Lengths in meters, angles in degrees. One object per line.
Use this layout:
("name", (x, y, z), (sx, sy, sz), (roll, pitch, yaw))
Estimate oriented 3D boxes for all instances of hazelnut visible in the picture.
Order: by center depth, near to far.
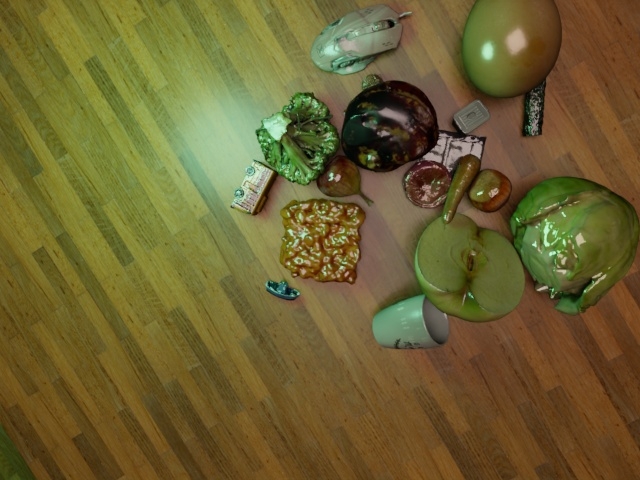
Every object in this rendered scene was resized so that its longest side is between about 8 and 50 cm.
("hazelnut", (0.603, -0.174, 1.699), (0.150, 0.150, 0.150), (1, 97, 6))

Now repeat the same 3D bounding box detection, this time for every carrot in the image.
("carrot", (0.479, -0.167, 1.680), (0.078, 0.078, 0.298), (25, 81, 3))

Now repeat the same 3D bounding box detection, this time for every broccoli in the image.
("broccoli", (-0.080, -0.363, 1.672), (0.321, 0.283, 0.304), (43, 101, 20))

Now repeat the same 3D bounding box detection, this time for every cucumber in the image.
("cucumber", (0.750, -0.511, 1.670), (0.067, 0.067, 0.293), (3, 96, 6))

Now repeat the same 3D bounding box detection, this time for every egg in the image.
("egg", (0.615, -0.652, 1.547), (0.301, 0.301, 0.374), (6, 95, 6))

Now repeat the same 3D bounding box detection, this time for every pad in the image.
("pad", (0.474, -0.312, 1.745), (0.233, 0.022, 0.174), (9, 96, 4))

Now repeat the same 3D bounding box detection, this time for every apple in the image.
("apple", (0.508, 0.088, 1.637), (0.312, 0.360, 0.320), (-9, 128, 37))

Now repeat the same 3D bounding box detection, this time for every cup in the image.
("cup", (0.344, 0.318, 1.754), (0.234, 0.258, 0.186), (-22, 55, 39))

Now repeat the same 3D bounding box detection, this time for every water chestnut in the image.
("water chestnut", (0.240, -0.406, 1.638), (0.335, 0.335, 0.347), (21, 54, 3))

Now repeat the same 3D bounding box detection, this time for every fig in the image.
("fig", (0.098, -0.217, 1.757), (0.160, 0.231, 0.143), (-50, 45, 27))

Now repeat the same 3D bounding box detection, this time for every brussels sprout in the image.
("brussels sprout", (0.855, -0.006, 1.576), (0.361, 0.342, 0.425), (-29, 110, -1))

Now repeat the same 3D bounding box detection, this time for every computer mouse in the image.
("computer mouse", (0.147, -0.720, 1.688), (0.389, 0.115, 0.199), (-21, 97, 9))

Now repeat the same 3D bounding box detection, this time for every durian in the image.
("durian", (0.189, -0.564, 1.723), (0.080, 0.080, 0.091), (29, 82, 2))

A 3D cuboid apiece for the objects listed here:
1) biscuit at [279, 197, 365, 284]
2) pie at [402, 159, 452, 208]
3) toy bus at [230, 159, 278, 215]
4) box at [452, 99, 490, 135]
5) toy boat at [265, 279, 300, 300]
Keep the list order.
("biscuit", (0.000, 0.000, 1.788), (0.318, 0.110, 0.312), (6, 98, 6))
("pie", (0.391, -0.203, 1.740), (0.182, 0.049, 0.182), (3, 111, 9))
("toy bus", (-0.247, -0.192, 1.799), (0.114, 0.098, 0.201), (28, 97, 3))
("box", (0.527, -0.428, 1.692), (0.122, 0.069, 0.084), (-33, 85, 1))
("toy boat", (-0.145, 0.188, 1.848), (0.137, 0.060, 0.061), (24, 120, 7))
